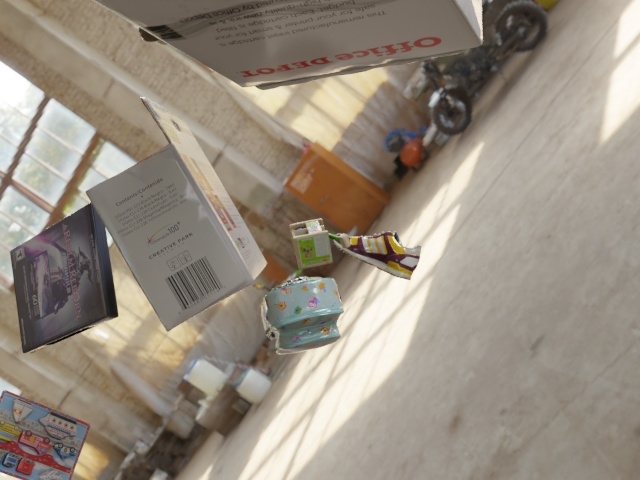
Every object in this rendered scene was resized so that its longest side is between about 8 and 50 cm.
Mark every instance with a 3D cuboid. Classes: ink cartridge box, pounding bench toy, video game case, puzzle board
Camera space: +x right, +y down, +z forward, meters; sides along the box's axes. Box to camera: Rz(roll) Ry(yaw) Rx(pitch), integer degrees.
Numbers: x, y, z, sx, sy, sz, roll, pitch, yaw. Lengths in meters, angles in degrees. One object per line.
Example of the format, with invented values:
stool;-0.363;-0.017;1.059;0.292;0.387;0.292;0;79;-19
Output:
ink cartridge box;-0.202;-0.040;1.048;0.130;0.272;0.309;-30;2;0
pounding bench toy;0.000;0.000;1.118;0.065;0.083;0.052;-109;8;-66
video game case;-0.449;0.070;1.273;0.274;0.196;0.026;-23;-16;38
ink cartridge box;-0.049;-0.280;0.621;0.395;0.285;0.166;16;-108;-64
puzzle board;-0.371;0.262;0.958;0.011;0.128;0.096;-24;43;44

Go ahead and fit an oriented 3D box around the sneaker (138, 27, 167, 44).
sneaker;-0.287;-0.387;1.288;0.192;0.064;0.086;-57;-8;-81

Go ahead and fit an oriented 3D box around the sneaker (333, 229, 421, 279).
sneaker;0.116;0.011;1.492;0.084;0.185;0.069;-66;-21;2

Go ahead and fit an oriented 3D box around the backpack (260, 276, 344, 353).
backpack;-0.034;0.147;1.480;0.188;0.165;0.145;104;154;-66
